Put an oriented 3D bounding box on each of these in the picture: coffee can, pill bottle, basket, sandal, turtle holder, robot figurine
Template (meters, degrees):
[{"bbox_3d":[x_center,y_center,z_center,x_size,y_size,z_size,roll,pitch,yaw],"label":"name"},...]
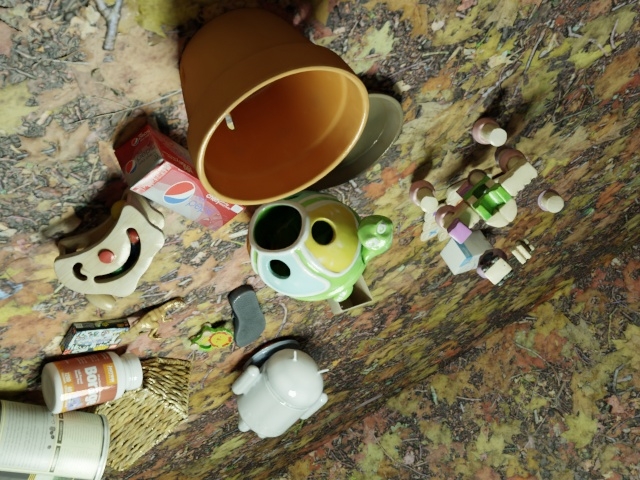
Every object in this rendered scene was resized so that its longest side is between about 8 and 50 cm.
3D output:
[{"bbox_3d":[-0.673,0.496,1.664,0.275,0.202,0.201,18,129,-30],"label":"coffee can"},{"bbox_3d":[-0.552,0.337,1.693,0.216,0.121,0.121,-7,145,-38],"label":"pill bottle"},{"bbox_3d":[-0.526,0.442,1.926,0.299,0.223,0.213,-40,118,18],"label":"basket"},{"bbox_3d":[-0.203,0.199,1.894,0.097,0.054,0.255,-26,144,-24],"label":"sandal"},{"bbox_3d":[-0.014,0.014,1.485,0.243,0.320,0.227,-61,149,-2],"label":"turtle holder"},{"bbox_3d":[-0.126,0.477,2.186,0.299,0.200,0.353,24,124,-28],"label":"robot figurine"}]

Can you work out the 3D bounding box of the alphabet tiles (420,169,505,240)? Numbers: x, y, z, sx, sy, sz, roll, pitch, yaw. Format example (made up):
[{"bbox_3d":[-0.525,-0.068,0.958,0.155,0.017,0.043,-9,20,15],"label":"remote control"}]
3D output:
[{"bbox_3d":[0.415,-0.097,2.026,0.277,0.021,0.284,-25,152,-11],"label":"alphabet tiles"}]

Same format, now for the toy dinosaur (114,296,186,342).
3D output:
[{"bbox_3d":[-0.420,0.199,1.660,0.211,0.064,0.112,-36,154,-36],"label":"toy dinosaur"}]

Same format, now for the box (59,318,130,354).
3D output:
[{"bbox_3d":[-0.527,0.224,1.630,0.137,0.027,0.094,-1,141,-45],"label":"box"}]

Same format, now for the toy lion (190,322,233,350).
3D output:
[{"bbox_3d":[-0.291,0.269,1.892,0.096,0.034,0.100,28,122,-31],"label":"toy lion"}]

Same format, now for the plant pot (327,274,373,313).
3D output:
[{"bbox_3d":[0.070,0.159,2.033,0.109,0.109,0.096,-16,161,-26],"label":"plant pot"}]

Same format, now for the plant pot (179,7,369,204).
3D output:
[{"bbox_3d":[-0.095,-0.227,1.107,0.290,0.204,0.291,-24,153,-13],"label":"plant pot"}]

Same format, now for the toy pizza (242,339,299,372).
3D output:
[{"bbox_3d":[-0.161,0.372,2.233,0.201,0.032,0.201,-24,151,-14],"label":"toy pizza"}]

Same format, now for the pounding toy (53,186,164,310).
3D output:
[{"bbox_3d":[-0.412,0.007,1.336,0.154,0.155,0.269,27,113,-26],"label":"pounding toy"}]

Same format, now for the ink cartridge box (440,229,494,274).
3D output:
[{"bbox_3d":[0.478,0.035,2.234,0.143,0.090,0.092,-13,148,-29],"label":"ink cartridge box"}]

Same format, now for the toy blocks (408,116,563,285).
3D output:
[{"bbox_3d":[0.411,-0.114,1.755,0.288,0.309,0.260,-45,-167,11],"label":"toy blocks"}]

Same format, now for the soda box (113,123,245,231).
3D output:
[{"bbox_3d":[-0.250,-0.108,1.275,0.083,0.092,0.263,-36,153,12],"label":"soda box"}]

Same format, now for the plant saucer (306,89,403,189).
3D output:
[{"bbox_3d":[0.045,-0.211,1.450,0.277,0.041,0.278,-24,153,-13],"label":"plant saucer"}]
